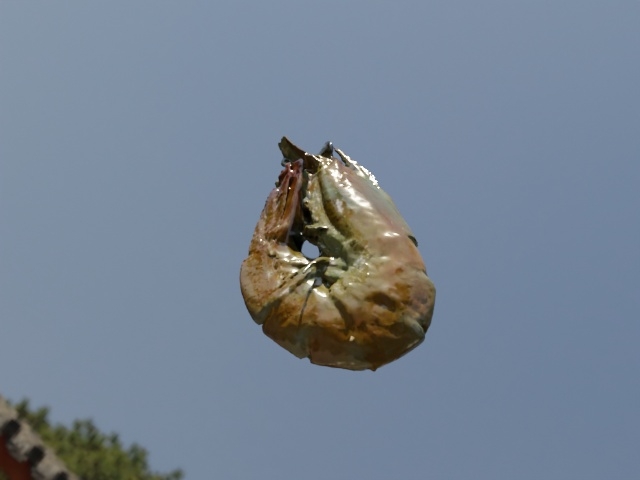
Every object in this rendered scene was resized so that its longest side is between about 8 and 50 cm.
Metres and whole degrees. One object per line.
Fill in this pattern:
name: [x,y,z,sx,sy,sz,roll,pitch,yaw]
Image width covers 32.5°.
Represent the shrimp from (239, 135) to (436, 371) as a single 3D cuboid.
shrimp: [0.000,-0.001,0.706,0.115,0.217,0.051,-6,-46,-15]
